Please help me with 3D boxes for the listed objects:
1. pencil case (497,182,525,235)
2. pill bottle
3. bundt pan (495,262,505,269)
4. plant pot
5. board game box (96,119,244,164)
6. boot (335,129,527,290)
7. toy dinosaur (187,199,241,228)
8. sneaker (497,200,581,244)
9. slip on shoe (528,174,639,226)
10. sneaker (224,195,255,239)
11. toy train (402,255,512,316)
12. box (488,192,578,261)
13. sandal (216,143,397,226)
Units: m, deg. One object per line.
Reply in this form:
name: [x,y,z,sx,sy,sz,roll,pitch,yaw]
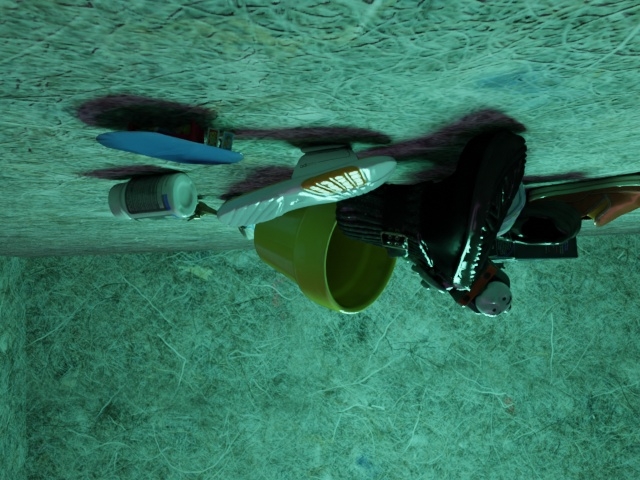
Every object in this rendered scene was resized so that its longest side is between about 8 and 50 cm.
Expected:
pencil case: [0.315,-0.073,1.088,0.124,0.113,0.273,24,-177,14]
pill bottle: [-0.290,-0.073,0.993,0.137,0.078,0.078,-3,176,22]
bundt pan: [0.359,-0.010,1.612,0.331,0.124,0.331,10,-174,-1]
plant pot: [0.000,0.000,1.202,0.239,0.253,0.254,16,-171,40]
board game box: [-0.175,-0.122,0.683,0.169,0.033,0.133,8,175,-42]
boot: [0.152,-0.068,0.903,0.260,0.131,0.348,28,150,19]
toy dinosaur: [-0.263,-0.069,1.258,0.183,0.053,0.093,15,-172,20]
sneaker: [0.408,-0.045,1.253,0.286,0.109,0.130,4,-162,28]
slip on shoe: [0.619,-0.080,1.248,0.331,0.101,0.123,-7,172,40]
sneaker: [-0.163,-0.063,1.332,0.086,0.085,0.237,-37,172,-7]
toy train: [0.279,0.043,1.186,0.190,0.142,0.334,35,-170,-13]
box: [0.505,-0.029,1.452,0.270,0.165,0.143,1,175,-36]
sandal: [-0.024,-0.094,0.815,0.265,0.076,0.102,-16,163,-3]
